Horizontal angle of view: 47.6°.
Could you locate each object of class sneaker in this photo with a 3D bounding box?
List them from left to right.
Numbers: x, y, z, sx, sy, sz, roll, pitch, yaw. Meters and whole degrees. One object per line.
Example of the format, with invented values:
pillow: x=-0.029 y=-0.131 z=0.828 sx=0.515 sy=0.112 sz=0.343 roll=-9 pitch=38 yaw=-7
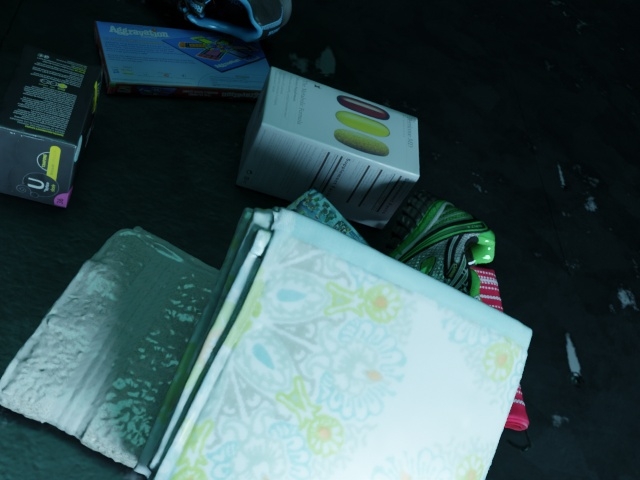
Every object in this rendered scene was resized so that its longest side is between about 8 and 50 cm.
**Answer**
sneaker: x=-0.218 y=-0.441 z=1.224 sx=0.340 sy=0.125 sz=0.140 roll=22 pitch=39 yaw=0
sneaker: x=0.129 y=0.073 z=0.946 sx=0.146 sy=0.134 sz=0.343 roll=22 pitch=56 yaw=19

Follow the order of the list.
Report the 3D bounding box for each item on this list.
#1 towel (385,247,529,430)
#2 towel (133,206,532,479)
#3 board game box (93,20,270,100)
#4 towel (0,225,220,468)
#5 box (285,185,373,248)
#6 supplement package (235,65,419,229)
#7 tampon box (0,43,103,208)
towel: x=0.192 y=0.134 z=1.044 sx=0.198 sy=0.031 sz=0.275 roll=13 pitch=49 yaw=-18
towel: x=0.029 y=0.170 z=0.791 sx=0.374 sy=0.090 sz=0.321 roll=26 pitch=80 yaw=-13
board game box: x=-0.217 y=-0.291 z=1.190 sx=0.281 sy=0.027 sz=0.145 roll=-3 pitch=56 yaw=-28
towel: x=-0.217 y=0.110 z=0.848 sx=0.187 sy=0.049 sz=0.282 roll=27 pitch=47 yaw=-3
box: x=0.000 y=0.000 z=1.036 sx=0.094 sy=0.027 sz=0.137 roll=-39 pitch=75 yaw=-15
supplement package: x=0.013 y=-0.137 z=1.104 sx=0.244 sy=0.134 sz=0.139 roll=16 pitch=49 yaw=-14
tampon box: x=-0.354 y=-0.147 z=0.940 sx=0.101 sy=0.120 sz=0.161 roll=14 pitch=49 yaw=-15
